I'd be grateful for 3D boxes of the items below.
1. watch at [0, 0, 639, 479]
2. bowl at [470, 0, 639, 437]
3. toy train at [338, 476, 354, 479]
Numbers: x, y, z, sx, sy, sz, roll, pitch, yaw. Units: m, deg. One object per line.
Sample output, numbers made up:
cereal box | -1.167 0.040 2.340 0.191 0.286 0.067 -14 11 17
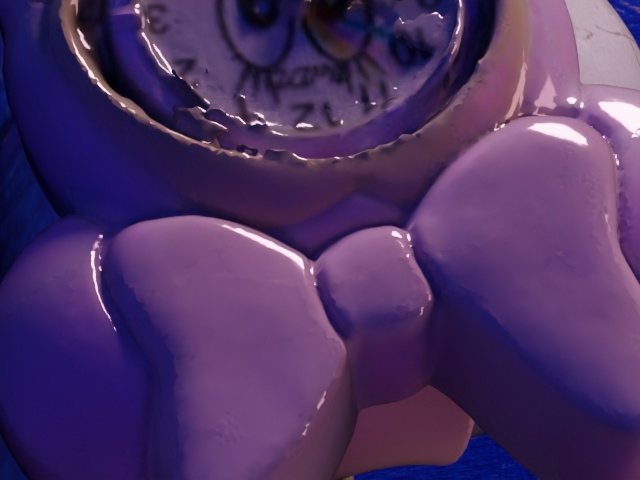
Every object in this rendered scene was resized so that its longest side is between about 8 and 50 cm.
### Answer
watch | 0.000 0.000 0.496 0.217 0.210 0.248 99 -21 -62
bowl | 0.085 -0.010 0.767 0.146 0.313 0.313 27 -46 46
toy train | -0.012 0.142 1.189 0.099 0.072 0.188 -93 176 -68
